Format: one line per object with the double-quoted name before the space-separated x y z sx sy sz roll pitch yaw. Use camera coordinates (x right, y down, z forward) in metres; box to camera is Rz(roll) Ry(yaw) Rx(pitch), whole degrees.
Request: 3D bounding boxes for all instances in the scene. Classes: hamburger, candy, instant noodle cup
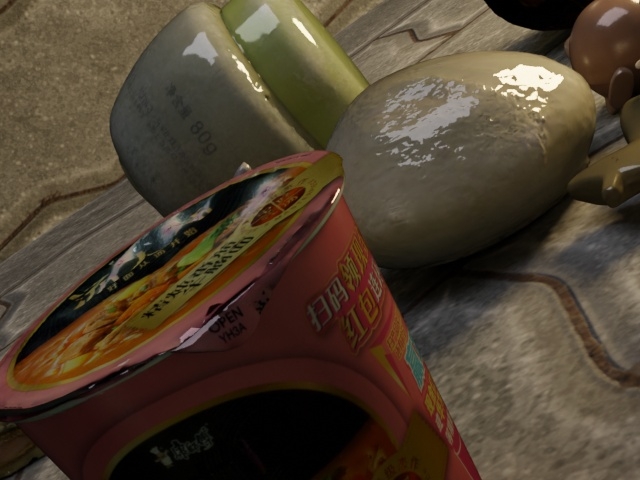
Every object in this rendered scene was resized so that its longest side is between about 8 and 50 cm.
"hamburger" -0.379 0.222 1.382 0.176 0.087 0.102 -33 16 10
"candy" 0.121 -0.085 1.136 0.295 0.185 0.295 -30 10 6
"instant noodle cup" -0.021 0.114 0.659 0.244 0.255 0.244 -31 16 10

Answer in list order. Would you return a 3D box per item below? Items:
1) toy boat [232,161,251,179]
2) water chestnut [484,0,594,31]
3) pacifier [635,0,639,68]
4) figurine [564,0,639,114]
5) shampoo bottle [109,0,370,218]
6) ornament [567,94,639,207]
"toy boat" -0.122 0.093 1.057 0.293 0.111 0.276 -58 3 -9
"water chestnut" 0.315 -0.439 1.579 0.335 0.335 0.347 -20 10 41
"pacifier" 0.317 -0.196 1.050 0.099 0.078 0.081 -36 3 -31
"figurine" 0.325 -0.205 1.236 0.125 0.125 0.138 -30 31 13
"shampoo bottle" -0.099 -0.151 1.523 0.317 0.322 0.322 -39 14 8
"ornament" 0.322 -0.111 1.031 0.230 0.061 0.245 -28 12 20
